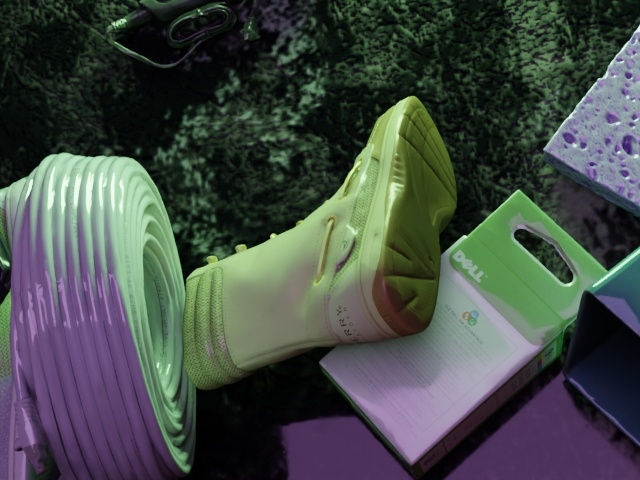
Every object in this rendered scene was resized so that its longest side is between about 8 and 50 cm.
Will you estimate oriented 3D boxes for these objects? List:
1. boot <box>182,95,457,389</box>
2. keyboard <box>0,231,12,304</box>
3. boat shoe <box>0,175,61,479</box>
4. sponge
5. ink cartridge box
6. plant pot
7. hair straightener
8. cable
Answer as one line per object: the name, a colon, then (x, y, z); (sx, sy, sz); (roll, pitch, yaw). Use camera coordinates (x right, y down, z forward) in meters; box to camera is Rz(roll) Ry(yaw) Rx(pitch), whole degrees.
boot: (0.000, 0.000, 0.921); (0.203, 0.095, 0.262); (-22, 34, 28)
keyboard: (-0.365, 0.095, 0.946); (0.317, 0.033, 0.201); (-50, 49, 10)
boat shoe: (-0.248, 0.095, 0.935); (0.103, 0.118, 0.320); (-16, 62, 12)
sponge: (0.292, -0.119, 0.950); (0.117, 0.031, 0.210); (34, 79, 22)
ink cartridge box: (0.114, 0.072, 0.892); (0.209, 0.062, 0.109); (-41, 66, -6)
plant pot: (0.319, 0.049, 0.813); (0.234, 0.166, 0.165); (-39, 66, -14)
hair straightener: (-0.089, -0.222, 1.061); (0.230, 0.047, 0.089); (-22, 65, 2)
cable: (-0.153, 0.060, 0.847); (0.089, 0.257, 0.257); (-9, 84, 3)
